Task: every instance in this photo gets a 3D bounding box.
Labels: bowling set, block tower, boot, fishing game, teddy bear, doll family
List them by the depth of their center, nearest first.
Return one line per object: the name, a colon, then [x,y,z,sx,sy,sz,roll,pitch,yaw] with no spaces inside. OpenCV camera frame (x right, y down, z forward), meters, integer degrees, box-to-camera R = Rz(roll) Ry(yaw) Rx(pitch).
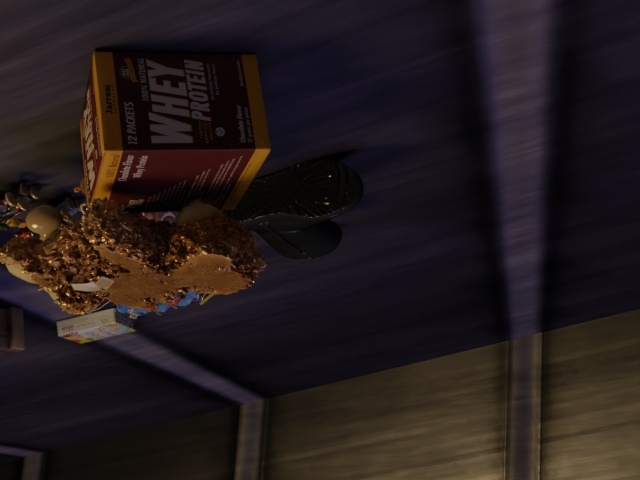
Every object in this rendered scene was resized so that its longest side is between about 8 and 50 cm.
teddy bear: [-0.241,0.014,1.245,0.338,0.113,0.245,-17,146,32]
bowling set: [-0.281,-0.056,1.413,0.287,0.200,0.154,-11,120,-6]
doll family: [-0.441,-0.027,1.455,0.111,0.076,0.193,-39,145,21]
boot: [-0.010,-0.044,1.583,0.246,0.094,0.207,-10,159,25]
block tower: [-0.760,0.220,2.015,0.335,0.091,0.097,-20,160,28]
fishing game: [-0.339,0.130,2.020,0.264,0.041,0.189,-1,158,-35]

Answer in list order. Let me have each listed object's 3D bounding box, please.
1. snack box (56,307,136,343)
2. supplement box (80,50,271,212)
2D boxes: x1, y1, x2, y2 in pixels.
snack box: [-0.490,0.188,2.134,0.141,0.037,0.100,-14,162,13]
supplement box: [-0.185,-0.128,1.197,0.194,0.129,0.191,-3,161,-20]
